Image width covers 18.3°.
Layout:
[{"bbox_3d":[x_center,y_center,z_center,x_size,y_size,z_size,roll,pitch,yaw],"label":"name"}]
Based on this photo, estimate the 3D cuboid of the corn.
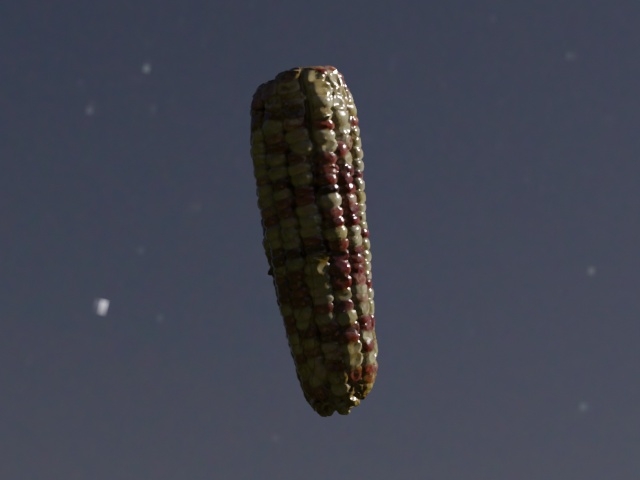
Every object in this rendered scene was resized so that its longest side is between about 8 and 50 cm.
[{"bbox_3d":[0.000,0.000,1.346,0.080,0.237,0.079,-9,-1,0],"label":"corn"}]
